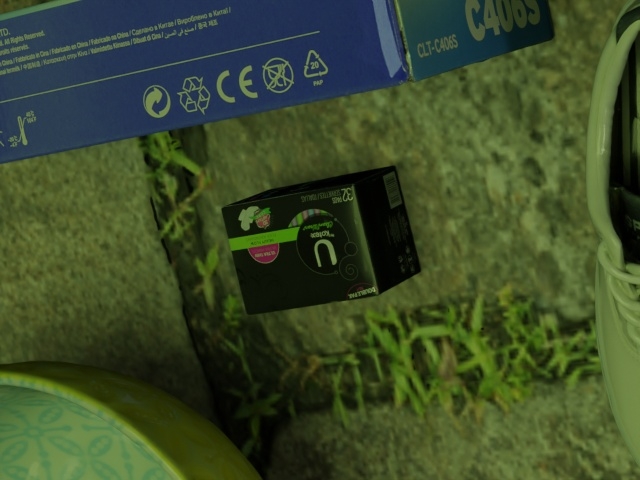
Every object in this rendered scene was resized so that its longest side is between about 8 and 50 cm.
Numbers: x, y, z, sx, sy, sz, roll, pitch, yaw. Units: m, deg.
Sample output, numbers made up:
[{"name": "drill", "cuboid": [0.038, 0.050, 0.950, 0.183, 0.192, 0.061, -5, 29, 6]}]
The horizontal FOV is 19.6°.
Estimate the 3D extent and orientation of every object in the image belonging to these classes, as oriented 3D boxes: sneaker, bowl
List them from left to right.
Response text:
[{"name": "bowl", "cuboid": [-0.114, 0.191, 1.037, 0.290, 0.156, 0.289, 8, 107, 27]}, {"name": "sneaker", "cuboid": [0.160, 0.008, 0.870, 0.094, 0.091, 0.258, -1, 102, 30]}]

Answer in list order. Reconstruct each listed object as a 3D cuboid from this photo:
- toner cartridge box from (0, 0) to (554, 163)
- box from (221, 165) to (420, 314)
[{"name": "toner cartridge box", "cuboid": [-0.077, -0.095, 0.935, 0.348, 0.165, 0.075, -9, 99, 30]}, {"name": "box", "cuboid": [0.000, 0.000, 0.983, 0.083, 0.052, 0.062, -10, 97, 30]}]
